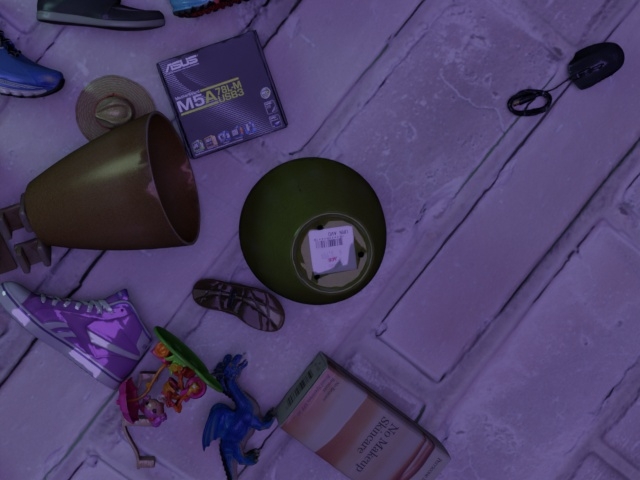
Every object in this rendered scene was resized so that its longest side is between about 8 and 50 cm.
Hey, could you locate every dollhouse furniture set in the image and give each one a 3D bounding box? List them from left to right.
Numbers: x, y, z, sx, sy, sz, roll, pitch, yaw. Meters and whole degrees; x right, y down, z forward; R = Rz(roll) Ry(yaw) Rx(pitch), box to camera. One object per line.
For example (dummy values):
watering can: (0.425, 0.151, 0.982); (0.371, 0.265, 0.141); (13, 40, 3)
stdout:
dollhouse furniture set: (-0.616, -0.048, 1.785); (0.212, 0.161, 0.242); (-19, 121, -3)

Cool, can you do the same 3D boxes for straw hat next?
straw hat: (-0.365, -0.226, 1.804); (0.144, 0.061, 0.144); (-1, 98, -7)

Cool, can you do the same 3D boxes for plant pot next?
plant pot: (-0.367, -0.076, 1.760); (0.254, 0.237, 0.237); (-14, 99, 11)
plant pot: (0.000, 0.000, 1.758); (0.275, 0.293, 0.274); (-1, 98, -6)

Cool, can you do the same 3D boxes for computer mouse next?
computer mouse: (0.461, -0.298, 1.898); (0.242, 0.041, 0.071); (-30, 101, -1)

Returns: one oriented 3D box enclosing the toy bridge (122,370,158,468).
toy bridge: (-0.338, 0.337, 1.900); (0.063, 0.026, 0.188); (3, 97, -6)

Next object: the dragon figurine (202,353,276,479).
dragon figurine: (-0.175, 0.353, 1.889); (0.144, 0.085, 0.289); (23, 90, -7)

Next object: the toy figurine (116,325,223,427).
toy figurine: (-0.285, 0.269, 1.822); (0.173, 0.130, 0.159); (42, 90, 19)

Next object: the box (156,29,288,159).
box: (-0.176, -0.261, 1.829); (0.191, 0.045, 0.184); (-19, 102, -4)

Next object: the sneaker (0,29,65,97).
sneaker: (-0.587, -0.346, 1.729); (0.330, 0.130, 0.147); (25, 97, -9)

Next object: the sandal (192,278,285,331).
sandal: (-0.149, 0.115, 1.885); (0.180, 0.049, 0.072); (17, 90, 6)

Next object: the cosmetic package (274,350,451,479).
cosmetic package: (0.076, 0.360, 1.898); (0.296, 0.129, 0.153); (36, 91, -10)

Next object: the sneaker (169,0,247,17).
sneaker: (-0.147, -0.481, 1.774); (0.262, 0.104, 0.125); (-18, 97, -4)

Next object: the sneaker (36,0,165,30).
sneaker: (-0.378, -0.429, 1.764); (0.222, 0.083, 0.118); (5, 97, -6)

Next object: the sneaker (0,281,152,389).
sneaker: (-0.433, 0.125, 1.831); (0.282, 0.102, 0.161); (39, 89, -20)
